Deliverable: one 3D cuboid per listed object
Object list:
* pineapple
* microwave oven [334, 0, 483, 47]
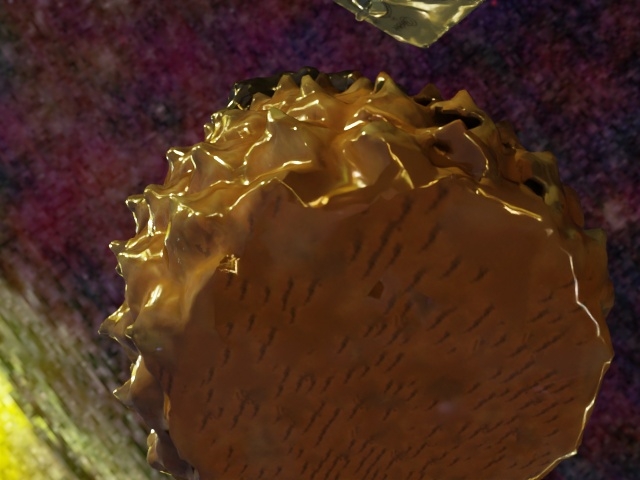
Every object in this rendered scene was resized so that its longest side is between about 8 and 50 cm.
[{"bbox_3d":[-0.001,-0.002,0.593,0.223,0.223,0.357,60,-178,-20],"label":"pineapple"},{"bbox_3d":[0.081,-0.282,0.659,0.181,0.237,0.295,28,166,-10],"label":"microwave oven"}]
